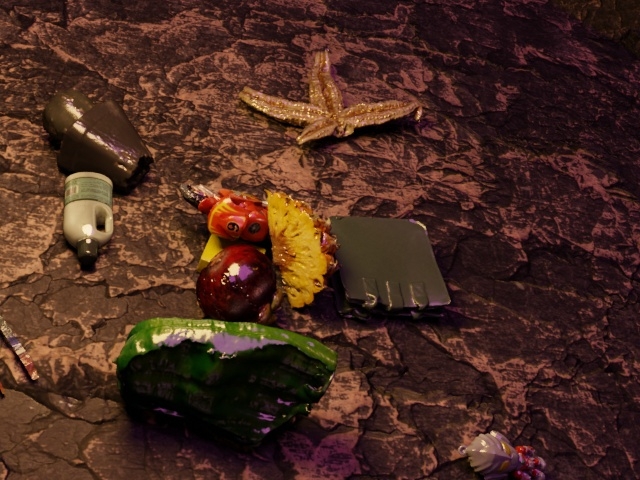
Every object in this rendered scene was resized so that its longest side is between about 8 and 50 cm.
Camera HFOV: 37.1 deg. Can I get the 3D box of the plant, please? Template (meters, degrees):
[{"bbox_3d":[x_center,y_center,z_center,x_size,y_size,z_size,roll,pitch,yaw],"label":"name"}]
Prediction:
[{"bbox_3d":[-0.485,-0.215,2.053,0.256,0.142,0.164,42,44,5],"label":"plant"}]

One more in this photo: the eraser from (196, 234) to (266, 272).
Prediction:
[{"bbox_3d":[-0.184,0.040,1.978,0.122,0.045,0.097,20,40,-3],"label":"eraser"}]

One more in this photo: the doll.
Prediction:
[{"bbox_3d":[0.344,0.411,1.796,0.180,0.079,0.094,17,73,-14],"label":"doll"}]

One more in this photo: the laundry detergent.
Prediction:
[{"bbox_3d":[-0.468,-0.042,1.925,0.099,0.070,0.225,9,42,-21],"label":"laundry detergent"}]

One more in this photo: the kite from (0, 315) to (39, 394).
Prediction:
[{"bbox_3d":[-0.641,0.139,1.699,0.204,0.022,0.360,-25,58,-39],"label":"kite"}]

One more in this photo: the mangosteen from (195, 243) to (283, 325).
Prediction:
[{"bbox_3d":[-0.149,0.101,1.856,0.180,0.166,0.166,42,39,-14],"label":"mangosteen"}]

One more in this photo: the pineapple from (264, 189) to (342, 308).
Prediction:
[{"bbox_3d":[0.001,0.006,1.956,0.164,0.140,0.249,-5,86,-47],"label":"pineapple"}]

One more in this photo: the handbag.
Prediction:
[{"bbox_3d":[0.138,0.062,2.069,0.247,0.079,0.260,4,45,-19],"label":"handbag"}]

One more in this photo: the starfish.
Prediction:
[{"bbox_3d":[0.020,-0.358,2.455,0.432,0.082,0.324,-25,56,-34],"label":"starfish"}]

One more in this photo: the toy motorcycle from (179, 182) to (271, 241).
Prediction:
[{"bbox_3d":[-0.157,-0.049,2.002,0.298,0.089,0.171,15,14,-39],"label":"toy motorcycle"}]

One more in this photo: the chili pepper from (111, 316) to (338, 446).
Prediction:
[{"bbox_3d":[-0.170,0.228,1.673,0.385,0.213,0.167,9,30,-6],"label":"chili pepper"}]
